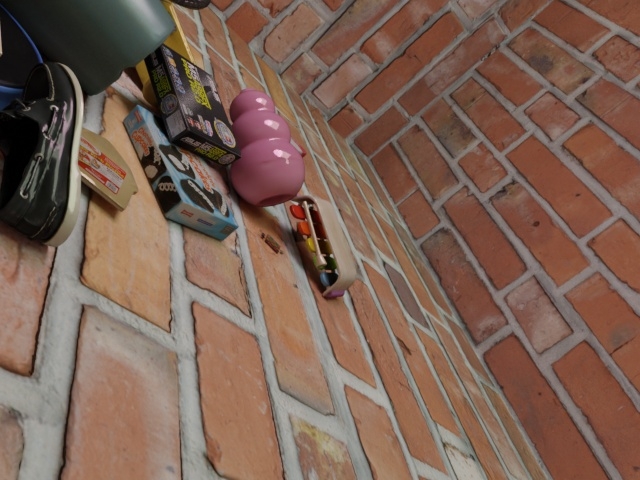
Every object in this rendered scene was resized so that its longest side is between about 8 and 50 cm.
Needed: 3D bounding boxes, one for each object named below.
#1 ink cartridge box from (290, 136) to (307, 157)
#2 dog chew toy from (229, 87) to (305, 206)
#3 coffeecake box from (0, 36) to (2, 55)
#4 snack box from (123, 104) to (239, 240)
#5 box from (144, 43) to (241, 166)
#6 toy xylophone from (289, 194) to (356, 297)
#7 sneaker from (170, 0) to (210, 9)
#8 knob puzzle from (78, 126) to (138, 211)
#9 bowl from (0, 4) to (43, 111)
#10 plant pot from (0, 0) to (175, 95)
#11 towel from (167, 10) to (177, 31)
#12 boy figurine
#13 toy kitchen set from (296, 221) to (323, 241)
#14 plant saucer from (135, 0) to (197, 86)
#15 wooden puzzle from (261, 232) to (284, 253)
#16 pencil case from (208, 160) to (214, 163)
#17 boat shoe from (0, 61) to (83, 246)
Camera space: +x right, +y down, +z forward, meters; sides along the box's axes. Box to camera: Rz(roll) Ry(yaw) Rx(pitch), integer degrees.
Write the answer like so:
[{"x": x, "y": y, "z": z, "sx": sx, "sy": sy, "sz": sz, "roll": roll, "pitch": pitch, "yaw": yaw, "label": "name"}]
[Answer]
[{"x": -0.157, "y": -0.259, "z": 1.955, "sx": 0.092, "sy": 0.158, "sz": 0.218, "roll": 49, "pitch": 15, "yaw": 9, "label": "ink cartridge box"}, {"x": -0.166, "y": -0.265, "z": 1.747, "sx": 0.207, "sy": 0.207, "sz": 0.331, "roll": 10, "pitch": 62, "yaw": -67, "label": "dog chew toy"}, {"x": -0.558, "y": -0.331, "z": 0.888, "sx": 0.185, "sy": 0.068, "sz": 0.142, "roll": 33, "pitch": 22, "yaw": -47, "label": "coffeecake box"}, {"x": -0.321, "y": -0.155, "z": 1.439, "sx": 0.187, "sy": 0.060, "sz": 0.321, "roll": 27, "pitch": 27, "yaw": -55, "label": "snack box"}, {"x": -0.315, "y": -0.332, "z": 1.551, "sx": 0.216, "sy": 0.060, "sz": 0.270, "roll": 21, "pitch": 44, "yaw": -60, "label": "box"}, {"x": 0.000, "y": 0.000, "z": 1.767, "sx": 0.236, "sy": 0.081, "sz": 0.322, "roll": 23, "pitch": 47, "yaw": -60, "label": "toy xylophone"}, {"x": -0.477, "y": -0.786, "z": 1.815, "sx": 0.410, "sy": 0.158, "sz": 0.182, "roll": 34, "pitch": -1, "yaw": 5, "label": "sneaker"}, {"x": -0.427, "y": -0.146, "z": 1.180, "sx": 0.213, "sy": 0.030, "sz": 0.213, "roll": 44, "pitch": 17, "yaw": -17, "label": "knob puzzle"}, {"x": -0.632, "y": -0.359, "z": 1.027, "sx": 0.391, "sy": 0.077, "sz": 0.391, "roll": 45, "pitch": 16, "yaw": -17, "label": "bowl"}, {"x": -0.510, "y": -0.511, "z": 1.323, "sx": 0.334, "sy": 0.341, "sz": 0.341, "roll": 52, "pitch": 13, "yaw": -27, "label": "plant pot"}, {"x": -0.433, "y": -0.625, "z": 1.786, "sx": 0.083, "sy": 0.010, "sz": 0.060, "roll": -63, "pitch": 134, "yaw": -73, "label": "towel"}, {"x": -0.375, "y": -0.361, "z": 1.700, "sx": 0.177, "sy": 0.092, "sz": 0.285, "roll": 36, "pitch": 0, "yaw": 37, "label": "boy figurine"}, {"x": -0.030, "y": -0.013, "z": 1.911, "sx": 0.075, "sy": 0.083, "sz": 0.068, "roll": -96, "pitch": -175, "yaw": -64, "label": "toy kitchen set"}, {"x": -0.462, "y": -0.580, "z": 1.810, "sx": 0.332, "sy": 0.081, "sz": 0.332, "roll": -60, "pitch": 130, "yaw": -73, "label": "plant saucer"}, {"x": -0.129, "y": 0.008, "z": 1.687, "sx": 0.083, "sy": 0.006, "sz": 0.049, "roll": 46, "pitch": 16, "yaw": -12, "label": "wooden puzzle"}, {"x": -0.321, "y": -0.259, "z": 1.677, "sx": 0.152, "sy": 0.065, "sz": 0.070, "roll": 28, "pitch": 62, "yaw": -52, "label": "pencil case"}, {"x": -0.440, "y": -0.153, "z": 0.949, "sx": 0.113, "sy": 0.127, "sz": 0.339, "roll": 20, "pitch": 53, "yaw": -47, "label": "boat shoe"}]
